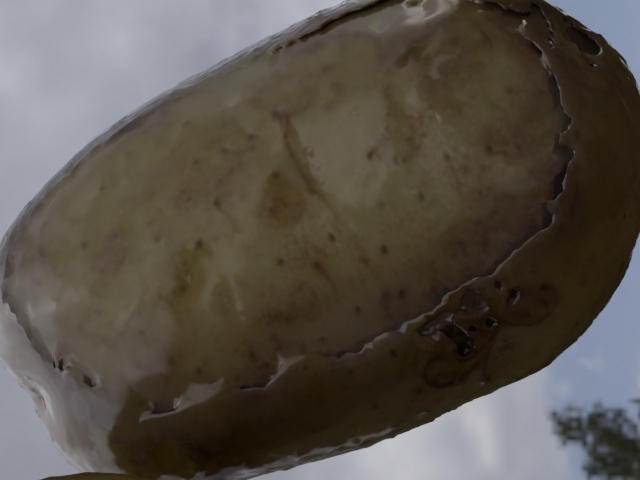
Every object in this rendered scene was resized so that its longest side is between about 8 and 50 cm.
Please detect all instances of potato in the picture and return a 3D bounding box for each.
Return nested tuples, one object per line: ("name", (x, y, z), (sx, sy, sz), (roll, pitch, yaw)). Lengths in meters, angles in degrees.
("potato", (0.000, 0.000, 0.392), (0.107, 0.170, 0.080), (62, -179, 31))

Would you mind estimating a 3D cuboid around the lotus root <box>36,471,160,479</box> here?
("lotus root", (-0.086, 0.149, 0.236), (0.343, 0.169, 0.151), (-32, -49, -50))
